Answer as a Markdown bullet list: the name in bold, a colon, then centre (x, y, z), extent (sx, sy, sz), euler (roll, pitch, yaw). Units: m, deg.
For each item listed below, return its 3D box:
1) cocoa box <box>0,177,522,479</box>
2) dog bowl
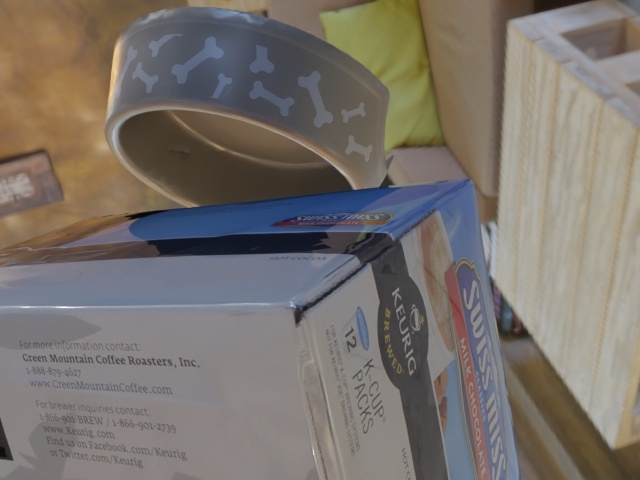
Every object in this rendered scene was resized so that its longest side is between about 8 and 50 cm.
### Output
- **cocoa box**: centre (-0.078, 0.106, 0.512), extent (0.228, 0.347, 0.232), euler (-31, -67, -56)
- **dog bowl**: centre (-0.083, -0.114, 0.913), extent (0.349, 0.348, 0.102), euler (100, -176, -70)
